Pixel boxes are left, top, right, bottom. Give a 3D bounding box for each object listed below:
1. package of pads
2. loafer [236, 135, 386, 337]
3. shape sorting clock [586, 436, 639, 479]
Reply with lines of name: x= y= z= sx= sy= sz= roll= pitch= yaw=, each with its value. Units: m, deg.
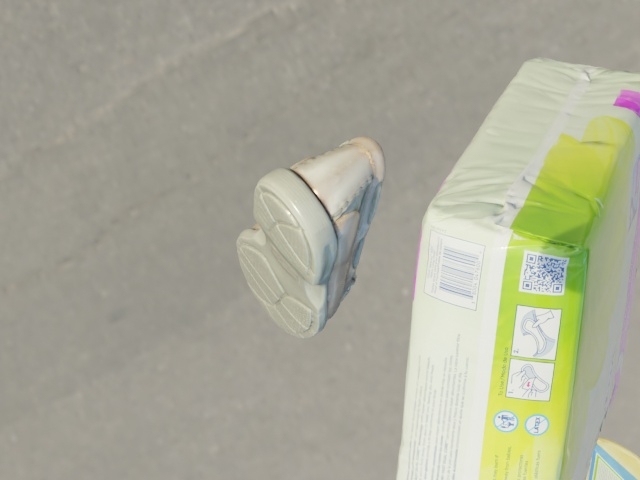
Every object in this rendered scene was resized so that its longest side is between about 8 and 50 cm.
package of pads: x=0.124 y=0.044 z=1.091 sx=0.101 sy=0.296 sz=0.229 roll=11 pitch=115 yaw=15
loafer: x=0.000 y=0.000 z=0.618 sx=0.039 sy=0.045 sz=0.125 roll=-36 pitch=170 yaw=-14
shape sorting clock: x=0.380 y=0.321 z=2.193 sx=0.040 sy=0.206 sz=0.206 roll=-31 pitch=147 yaw=-20
